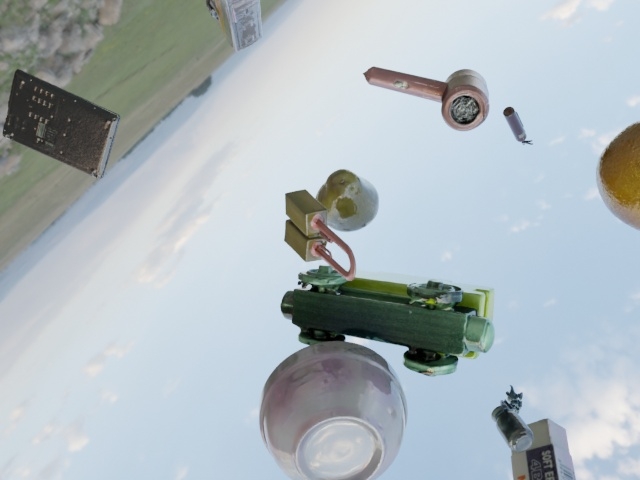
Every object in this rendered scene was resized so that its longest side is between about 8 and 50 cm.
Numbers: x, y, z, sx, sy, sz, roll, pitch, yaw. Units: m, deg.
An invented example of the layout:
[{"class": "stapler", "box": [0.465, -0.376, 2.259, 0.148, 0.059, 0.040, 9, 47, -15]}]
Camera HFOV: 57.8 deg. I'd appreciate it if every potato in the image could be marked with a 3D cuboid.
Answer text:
[{"class": "potato", "box": [0.062, -0.100, 1.374, 0.157, 0.157, 0.194, -48, 161, -11]}]

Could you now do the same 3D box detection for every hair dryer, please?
[{"class": "hair dryer", "box": [0.280, -0.406, 1.576, 0.210, 0.352, 0.125, -65, 167, -59]}]

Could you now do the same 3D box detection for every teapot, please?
[{"class": "teapot", "box": [0.338, 0.330, 1.036, 0.049, 0.063, 0.083, -39, -153, 5]}]

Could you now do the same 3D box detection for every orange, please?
[{"class": "orange", "box": [0.652, -0.122, 1.109, 0.236, 0.236, 0.236, -39, -161, 16]}]

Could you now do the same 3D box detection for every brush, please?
[{"class": "brush", "box": [0.000, 0.000, 1.007, 0.047, 0.103, 0.233, -10, -151, -23]}]

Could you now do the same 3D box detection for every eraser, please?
[{"class": "eraser", "box": [0.517, 0.569, 1.334, 0.130, 0.086, 0.287, -37, -151, 39]}]

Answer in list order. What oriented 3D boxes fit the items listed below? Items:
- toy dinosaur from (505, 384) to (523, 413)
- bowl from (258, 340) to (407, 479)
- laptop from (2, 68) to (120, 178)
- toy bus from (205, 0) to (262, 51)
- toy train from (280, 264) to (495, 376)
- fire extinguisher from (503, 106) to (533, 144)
[{"class": "toy dinosaur", "box": [0.570, 0.470, 1.710, 0.047, 0.083, 0.030, 3, -176, 30]}, {"class": "bowl", "box": [0.028, 0.344, 1.058, 0.287, 0.287, 0.144, -42, -163, 9]}, {"class": "laptop", "box": [-0.436, -0.191, 0.973, 0.016, 0.180, 0.129, -81, -163, -60]}, {"class": "toy bus", "box": [-0.108, -0.301, 0.724, 0.057, 0.072, 0.172, -32, 180, -5]}, {"class": "toy train", "box": [0.147, 0.146, 1.192, 0.442, 0.179, 0.272, 6, -174, 28]}, {"class": "fire extinguisher", "box": [0.498, -0.293, 1.471, 0.035, 0.173, 0.049, -29, -122, 20]}]
